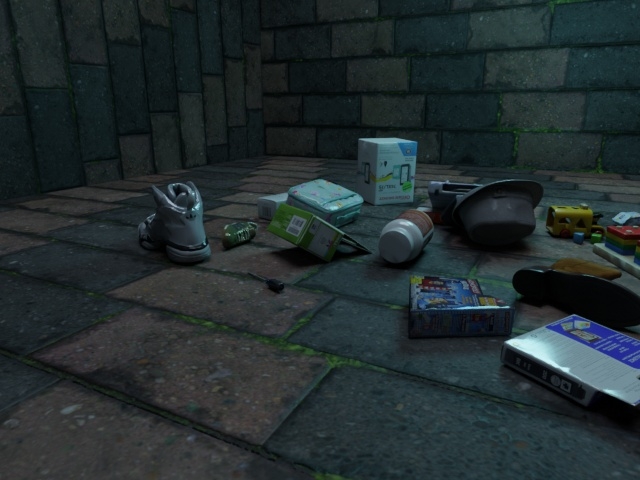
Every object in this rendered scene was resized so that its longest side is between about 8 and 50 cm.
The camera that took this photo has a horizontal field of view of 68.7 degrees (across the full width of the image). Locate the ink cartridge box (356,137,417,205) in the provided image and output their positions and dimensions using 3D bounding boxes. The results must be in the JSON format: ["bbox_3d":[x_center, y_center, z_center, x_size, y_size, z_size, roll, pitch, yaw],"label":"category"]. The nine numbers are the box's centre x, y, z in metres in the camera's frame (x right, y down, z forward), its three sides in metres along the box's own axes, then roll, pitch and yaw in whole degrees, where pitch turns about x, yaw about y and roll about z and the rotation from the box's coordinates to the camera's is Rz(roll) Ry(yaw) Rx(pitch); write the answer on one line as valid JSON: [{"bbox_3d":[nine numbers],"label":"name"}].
[{"bbox_3d":[0.291,-0.312,2.092,0.198,0.270,0.197,-6,19,-19],"label":"ink cartridge box"}]

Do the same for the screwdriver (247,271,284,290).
[{"bbox_3d":[-0.137,0.097,1.156,0.025,0.024,0.170,24,-6,-32],"label":"screwdriver"}]

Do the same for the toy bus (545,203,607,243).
[{"bbox_3d":[0.852,-0.067,1.538,0.202,0.104,0.191,-12,20,-34],"label":"toy bus"}]

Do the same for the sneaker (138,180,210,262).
[{"bbox_3d":[-0.446,-0.073,1.394,0.137,0.210,0.366,-13,21,-38],"label":"sneaker"}]

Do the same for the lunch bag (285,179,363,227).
[{"bbox_3d":[0.022,-0.134,1.721,0.224,0.108,0.279,25,28,26],"label":"lunch bag"}]

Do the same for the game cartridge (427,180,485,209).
[{"bbox_3d":[0.580,-0.140,1.691,0.355,0.068,0.230,7,-12,21],"label":"game cartridge"}]

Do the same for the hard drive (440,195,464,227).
[{"bbox_3d":[0.551,-0.091,1.570,0.254,0.054,0.172,2,-22,-6],"label":"hard drive"}]

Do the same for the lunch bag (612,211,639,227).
[{"bbox_3d":[1.085,-0.072,1.646,0.083,0.053,0.071,-8,14,8],"label":"lunch bag"}]

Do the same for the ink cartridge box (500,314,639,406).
[{"bbox_3d":[0.442,0.195,0.751,0.206,0.045,0.208,-10,18,-30],"label":"ink cartridge box"}]

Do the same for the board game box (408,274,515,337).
[{"bbox_3d":[0.276,0.134,0.941,0.194,0.060,0.194,4,17,10],"label":"board game box"}]

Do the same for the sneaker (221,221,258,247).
[{"bbox_3d":[-0.249,-0.026,1.482,0.086,0.064,0.192,-4,13,4],"label":"sneaker"}]

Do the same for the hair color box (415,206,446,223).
[{"bbox_3d":[0.427,-0.093,1.743,0.141,0.043,0.072,6,17,23],"label":"hair color box"}]

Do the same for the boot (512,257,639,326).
[{"bbox_3d":[0.611,0.106,1.046,0.280,0.096,0.264,-5,8,-41],"label":"boot"}]

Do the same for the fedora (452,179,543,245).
[{"bbox_3d":[0.548,-0.067,1.418,0.275,0.244,0.124,-1,57,-2],"label":"fedora"}]

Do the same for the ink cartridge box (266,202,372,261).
[{"bbox_3d":[0.000,0.000,1.374,0.255,0.097,0.189,30,-4,-35],"label":"ink cartridge box"}]

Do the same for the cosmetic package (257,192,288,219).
[{"bbox_3d":[-0.122,-0.139,1.843,0.117,0.085,0.231,15,23,41],"label":"cosmetic package"}]

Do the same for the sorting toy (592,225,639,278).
[{"bbox_3d":[0.924,0.026,1.247,0.255,0.089,0.257,0,16,2],"label":"sorting toy"}]

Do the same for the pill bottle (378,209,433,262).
[{"bbox_3d":[0.240,-0.010,1.324,0.121,0.121,0.216,7,17,24],"label":"pill bottle"}]
